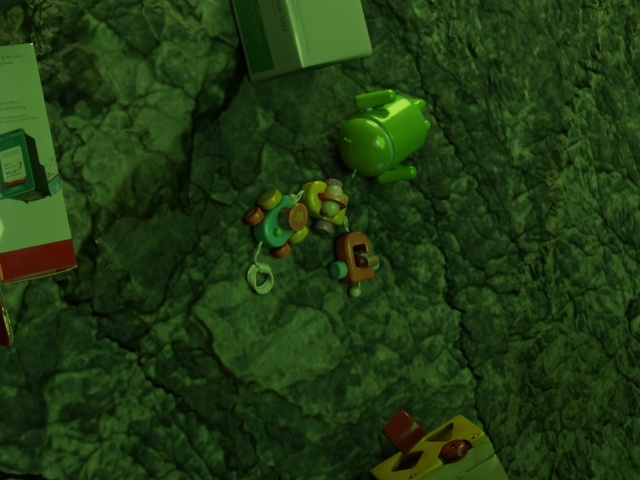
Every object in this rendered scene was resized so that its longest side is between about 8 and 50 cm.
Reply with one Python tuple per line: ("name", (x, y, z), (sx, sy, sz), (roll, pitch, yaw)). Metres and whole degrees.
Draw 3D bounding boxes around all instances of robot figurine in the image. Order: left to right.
("robot figurine", (0.065, -0.109, 1.589), (0.115, 0.067, 0.101), (-35, 120, -38))

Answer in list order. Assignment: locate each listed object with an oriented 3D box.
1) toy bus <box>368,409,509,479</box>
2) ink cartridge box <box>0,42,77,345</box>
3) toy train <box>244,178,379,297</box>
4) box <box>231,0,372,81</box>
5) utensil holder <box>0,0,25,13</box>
("toy bus", (0.094, 0.265, 1.549), (0.202, 0.104, 0.191), (16, 95, -20))
("ink cartridge box", (-0.276, -0.033, 1.235), (0.078, 0.134, 0.231), (-14, 95, -42))
("toy train", (0.000, 0.000, 1.534), (0.166, 0.046, 0.125), (-6, 89, -42))
("box", (-0.020, -0.218, 1.513), (0.102, 0.087, 0.101), (-18, 97, -41))
("utensil holder", (-0.243, -0.336, 1.131), (0.328, 0.385, 0.327), (5, 83, -42))
